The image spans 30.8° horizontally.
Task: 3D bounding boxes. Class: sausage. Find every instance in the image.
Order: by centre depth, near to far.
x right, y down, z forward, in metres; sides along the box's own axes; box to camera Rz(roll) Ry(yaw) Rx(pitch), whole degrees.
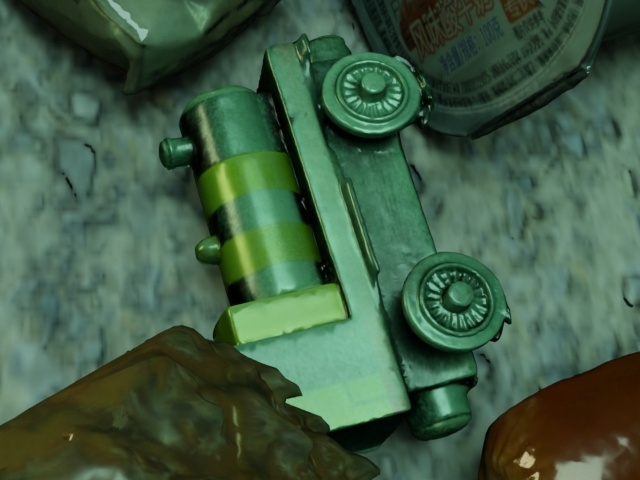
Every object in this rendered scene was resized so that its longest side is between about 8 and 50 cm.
[{"bbox_3d":[0.205,0.075,0.540,0.300,0.083,0.089,-19,58,-22],"label":"sausage"}]

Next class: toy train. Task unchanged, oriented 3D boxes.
[{"bbox_3d":[0.000,0.000,0.532,0.132,0.083,0.200,-12,67,-15],"label":"toy train"}]

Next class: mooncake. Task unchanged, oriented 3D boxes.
[{"bbox_3d":[-0.090,-0.145,0.586,0.130,0.073,0.125,44,60,8],"label":"mooncake"}]

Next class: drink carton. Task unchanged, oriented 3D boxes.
[{"bbox_3d":[0.128,-0.168,0.598,0.189,0.185,0.191,-18,82,-35],"label":"drink carton"}]

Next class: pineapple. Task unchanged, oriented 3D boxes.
[{"bbox_3d":[0.007,0.200,0.379,0.362,0.202,0.202,43,63,1],"label":"pineapple"}]
